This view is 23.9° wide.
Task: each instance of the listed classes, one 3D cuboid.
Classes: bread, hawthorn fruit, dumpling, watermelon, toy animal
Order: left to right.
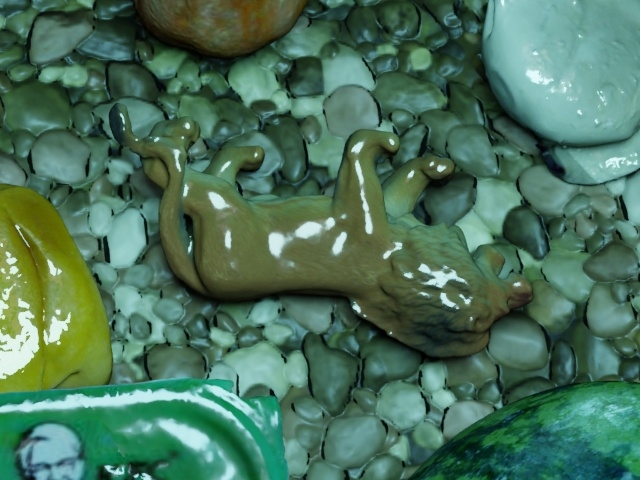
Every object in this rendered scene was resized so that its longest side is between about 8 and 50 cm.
[{"bbox_3d":[-0.293,0.076,0.991,0.294,0.132,0.167,-21,79,-17],"label":"bread"},{"bbox_3d":[-0.079,-0.207,1.116,0.149,0.189,0.149,0,92,11],"label":"hawthorn fruit"},{"bbox_3d":[0.000,0.000,1.085,0.312,0.097,0.157,4,74,-5],"label":"toy animal"},{"bbox_3d":[0.118,0.258,0.928,0.250,0.283,0.292,-19,94,-26],"label":"watermelon"},{"bbox_3d":[0.201,-0.137,1.164,0.150,0.092,0.176,-23,74,-13],"label":"dumpling"}]

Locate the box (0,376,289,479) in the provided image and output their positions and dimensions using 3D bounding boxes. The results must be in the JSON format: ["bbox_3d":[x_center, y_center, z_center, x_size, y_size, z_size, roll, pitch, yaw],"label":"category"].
[{"bbox_3d":[-0.148,0.258,0.923,0.264,0.106,0.337,-3,83,-10],"label":"box"}]
